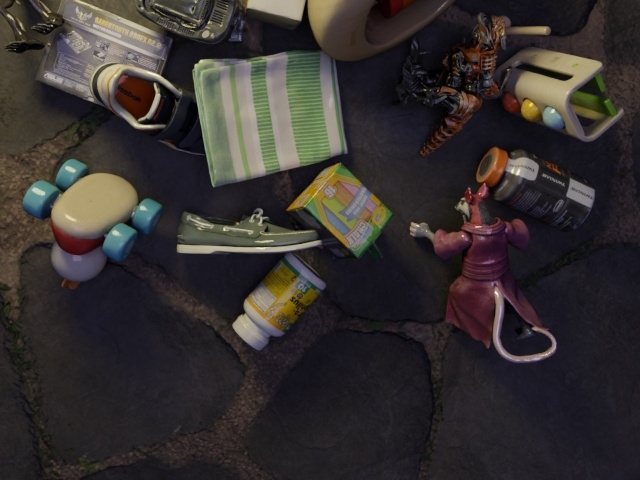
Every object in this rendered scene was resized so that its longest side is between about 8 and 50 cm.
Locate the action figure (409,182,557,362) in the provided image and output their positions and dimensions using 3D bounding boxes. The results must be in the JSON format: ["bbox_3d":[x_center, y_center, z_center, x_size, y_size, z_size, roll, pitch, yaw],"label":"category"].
[{"bbox_3d":[0.348,0.060,1.544,0.248,0.276,0.370,-13,116,1],"label":"action figure"}]

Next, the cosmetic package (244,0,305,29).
[{"bbox_3d":[-0.066,-0.594,1.412,0.113,0.160,0.310,10,100,-10],"label":"cosmetic package"}]

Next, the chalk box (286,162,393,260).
[{"bbox_3d":[0.058,-0.043,1.529,0.213,0.132,0.132,43,75,-14],"label":"chalk box"}]

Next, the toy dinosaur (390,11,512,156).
[{"bbox_3d":[0.272,-0.321,1.491,0.218,0.164,0.322,19,104,0],"label":"toy dinosaur"}]

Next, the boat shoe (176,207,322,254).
[{"bbox_3d":[-0.154,-0.020,1.504,0.319,0.116,0.099,-1,88,12],"label":"boat shoe"}]

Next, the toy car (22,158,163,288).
[{"bbox_3d":[-0.484,-0.004,1.476,0.219,0.210,0.238,28,125,1],"label":"toy car"}]

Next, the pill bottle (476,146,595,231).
[{"bbox_3d":[0.474,-0.122,1.587,0.245,0.130,0.131,23,96,-12],"label":"pill bottle"}]

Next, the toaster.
[{"bbox_3d":[-0.262,-0.469,1.400,0.226,0.146,0.129,21,100,-1],"label":"toaster"}]

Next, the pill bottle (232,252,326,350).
[{"bbox_3d":[-0.094,0.136,1.562,0.117,0.117,0.208,41,92,-13],"label":"pill bottle"}]

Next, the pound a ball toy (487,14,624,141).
[{"bbox_3d":[0.446,-0.335,1.473,0.135,0.319,0.208,-39,118,0],"label":"pound a ball toy"}]

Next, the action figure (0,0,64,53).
[{"bbox_3d":[-0.597,-0.509,1.345,0.164,0.141,0.276,-26,89,15],"label":"action figure"}]

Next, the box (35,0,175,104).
[{"bbox_3d":[-0.439,-0.370,1.453,0.231,0.056,0.183,20,96,-11],"label":"box"}]

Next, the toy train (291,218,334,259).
[{"bbox_3d":[0.000,0.000,1.596,0.158,0.027,0.036,35,96,-12],"label":"toy train"}]

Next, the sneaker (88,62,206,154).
[{"bbox_3d":[-0.298,-0.251,1.417,0.321,0.127,0.126,19,96,-31],"label":"sneaker"}]

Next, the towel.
[{"bbox_3d":[-0.094,-0.264,1.468,0.324,0.038,0.248,-16,105,-30],"label":"towel"}]

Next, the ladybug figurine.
[{"bbox_3d":[0.151,-0.537,1.405,0.449,0.305,0.162,-34,68,-15],"label":"ladybug figurine"}]

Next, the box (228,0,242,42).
[{"bbox_3d":[-0.198,-0.459,1.489,0.067,0.018,0.083,-2,101,-7],"label":"box"}]
